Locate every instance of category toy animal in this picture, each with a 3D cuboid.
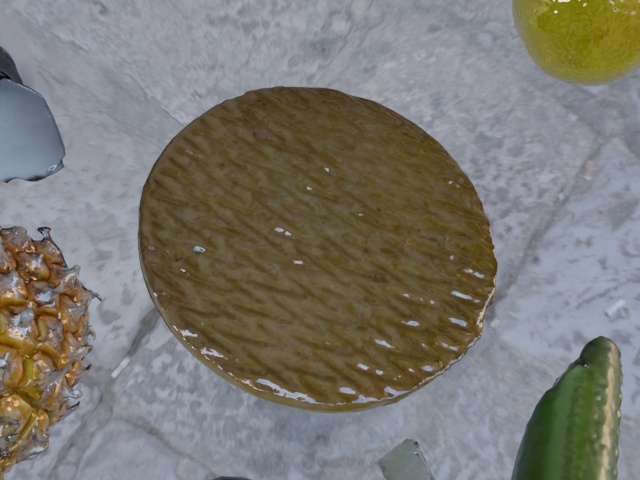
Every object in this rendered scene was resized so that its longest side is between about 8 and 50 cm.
[{"bbox_3d":[-0.322,-0.135,0.781,0.166,0.179,0.138,21,123,-35],"label":"toy animal"}]

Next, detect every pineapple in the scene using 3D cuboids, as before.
[{"bbox_3d":[-0.476,0.158,1.135,0.352,0.300,0.352,2,124,3],"label":"pineapple"}]

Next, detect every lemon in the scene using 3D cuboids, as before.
[{"bbox_3d":[0.321,-0.280,1.013,0.187,0.244,0.186,-7,55,10],"label":"lemon"}]

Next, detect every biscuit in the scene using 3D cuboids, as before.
[{"bbox_3d":[0.000,0.000,0.623,0.262,0.037,0.262,6,61,-10],"label":"biscuit"}]

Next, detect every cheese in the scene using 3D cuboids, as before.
[{"bbox_3d":[0.190,0.471,1.376,0.085,0.400,0.034,-33,125,4],"label":"cheese"}]

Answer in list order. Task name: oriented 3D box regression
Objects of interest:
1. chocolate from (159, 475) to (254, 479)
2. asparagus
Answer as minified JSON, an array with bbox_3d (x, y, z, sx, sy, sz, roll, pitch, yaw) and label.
[{"bbox_3d":[-0.027,0.303,0.496,0.303,0.303,0.213,31,92,-6],"label":"chocolate"},{"bbox_3d":[0.234,0.273,0.850,0.108,0.128,0.382,16,53,6],"label":"asparagus"}]
